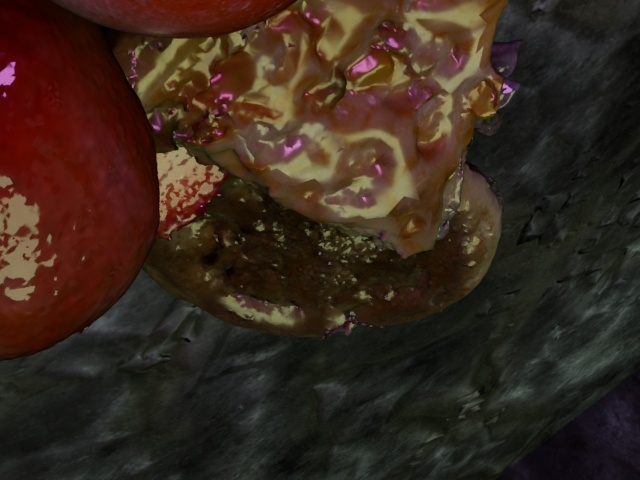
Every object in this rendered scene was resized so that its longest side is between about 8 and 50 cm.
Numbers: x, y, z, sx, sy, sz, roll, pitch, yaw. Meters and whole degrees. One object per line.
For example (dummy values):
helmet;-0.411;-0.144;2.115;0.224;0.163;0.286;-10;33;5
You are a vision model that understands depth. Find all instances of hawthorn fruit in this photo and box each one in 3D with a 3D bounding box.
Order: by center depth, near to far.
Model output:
hawthorn fruit;-0.253;-0.068;0.895;0.295;0.295;0.311;-30;128;-11

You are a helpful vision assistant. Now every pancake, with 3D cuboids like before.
pancake;0.000;-0.001;1.384;0.382;0.071;0.382;-1;146;-1

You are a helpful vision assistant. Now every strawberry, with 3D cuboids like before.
strawberry;-0.136;-0.105;1.185;0.208;0.087;0.167;-40;128;13

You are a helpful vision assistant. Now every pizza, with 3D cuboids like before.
pizza;0.004;-0.165;1.101;0.391;0.080;0.435;-4;119;-28

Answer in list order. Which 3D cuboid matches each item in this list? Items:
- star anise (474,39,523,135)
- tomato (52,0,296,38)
star anise;0.091;-0.130;1.377;0.282;0.129;0.212;13;132;-37
tomato;-0.098;-0.248;0.787;0.227;0.270;0.270;-12;166;28
